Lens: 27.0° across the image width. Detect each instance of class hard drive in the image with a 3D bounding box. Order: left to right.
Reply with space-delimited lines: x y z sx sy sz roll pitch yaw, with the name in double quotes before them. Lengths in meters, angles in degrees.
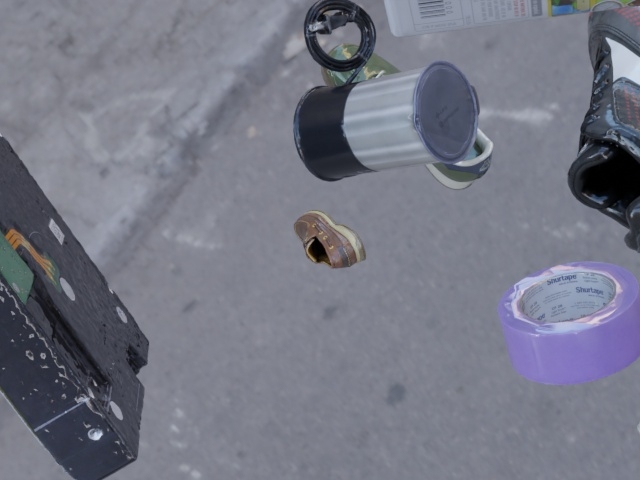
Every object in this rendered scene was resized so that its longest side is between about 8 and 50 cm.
"hard drive" -0.259 0.014 1.086 0.064 0.339 0.237 -30 20 5

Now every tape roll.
"tape roll" 0.336 0.108 1.774 0.189 0.080 0.189 -14 23 6

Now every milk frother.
"milk frother" 0.052 -0.134 1.107 0.134 0.143 0.129 -6 28 42

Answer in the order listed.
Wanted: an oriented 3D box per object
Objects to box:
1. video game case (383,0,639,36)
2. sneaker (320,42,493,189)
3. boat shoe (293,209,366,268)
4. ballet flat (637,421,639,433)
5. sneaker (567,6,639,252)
"video game case" 0.117 -0.174 0.580 0.206 0.227 0.026 -6 62 9
"sneaker" 0.090 -0.128 1.271 0.064 0.192 0.086 -51 5 -16
"boat shoe" 0.000 0.000 1.995 0.060 0.064 0.178 -28 26 -19
"ballet flat" 0.320 0.197 1.094 0.052 0.168 0.057 -36 12 17
"sneaker" 0.237 -0.092 0.990 0.135 0.098 0.276 -12 49 -3
